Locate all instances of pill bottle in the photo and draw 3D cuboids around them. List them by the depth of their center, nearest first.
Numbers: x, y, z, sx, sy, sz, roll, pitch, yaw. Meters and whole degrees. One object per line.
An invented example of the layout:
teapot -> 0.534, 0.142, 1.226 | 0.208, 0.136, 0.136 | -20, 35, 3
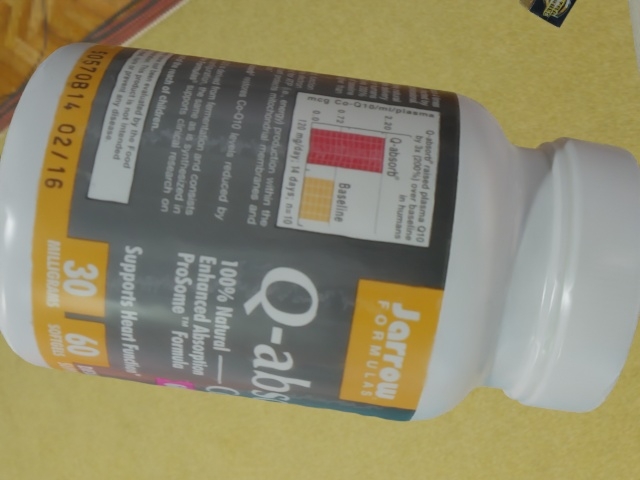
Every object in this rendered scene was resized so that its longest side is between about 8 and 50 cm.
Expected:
pill bottle -> 0.000, 0.000, 0.460 | 0.279, 0.162, 0.162 | 8, 104, 1

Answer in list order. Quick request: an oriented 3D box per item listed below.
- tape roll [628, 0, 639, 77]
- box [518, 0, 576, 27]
tape roll -> 0.110, -0.107, 0.124 | 0.072, 0.392, 0.392 | -6, 92, 8
box -> 0.347, -0.389, 1.299 | 0.051, 0.220, 0.175 | 30, 108, -1
